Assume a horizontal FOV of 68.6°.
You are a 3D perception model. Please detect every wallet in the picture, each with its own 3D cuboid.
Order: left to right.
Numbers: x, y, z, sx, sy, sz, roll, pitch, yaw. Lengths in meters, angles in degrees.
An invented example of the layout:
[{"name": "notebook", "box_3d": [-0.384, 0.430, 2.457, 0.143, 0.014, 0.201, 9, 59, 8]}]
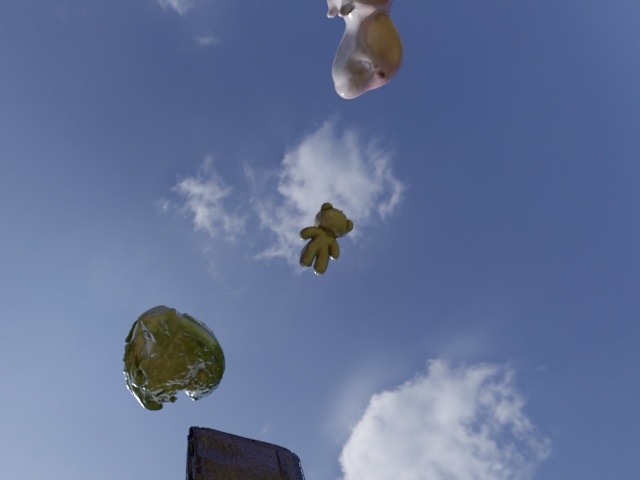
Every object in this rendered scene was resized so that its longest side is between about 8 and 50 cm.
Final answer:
[{"name": "wallet", "box_3d": [-0.083, 0.286, 0.559, 0.166, 0.030, 0.111, 30, -155, -30]}]

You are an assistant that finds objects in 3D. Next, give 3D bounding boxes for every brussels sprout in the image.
[{"name": "brussels sprout", "box_3d": [-0.209, 0.165, 0.679, 0.139, 0.100, 0.181, -6, -68, -4]}]

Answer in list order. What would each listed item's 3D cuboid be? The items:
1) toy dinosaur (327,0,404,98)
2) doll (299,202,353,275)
[{"name": "toy dinosaur", "box_3d": [0.052, -0.234, 0.392, 0.194, 0.152, 0.177, -48, -57, 5]}, {"name": "doll", "box_3d": [0.004, -0.004, 0.608, 0.061, 0.051, 0.093, 33, -141, -11]}]
